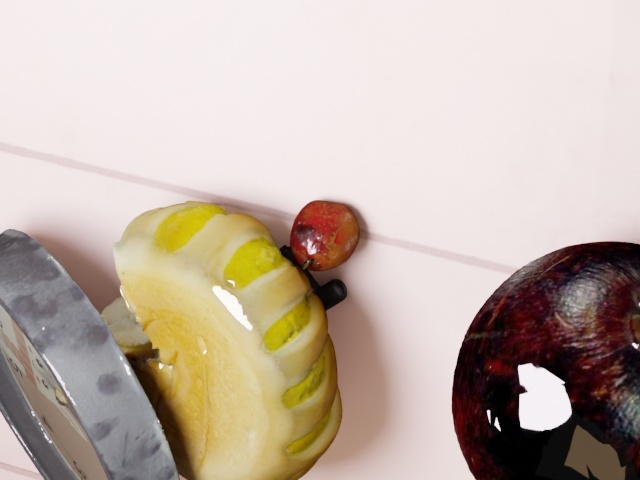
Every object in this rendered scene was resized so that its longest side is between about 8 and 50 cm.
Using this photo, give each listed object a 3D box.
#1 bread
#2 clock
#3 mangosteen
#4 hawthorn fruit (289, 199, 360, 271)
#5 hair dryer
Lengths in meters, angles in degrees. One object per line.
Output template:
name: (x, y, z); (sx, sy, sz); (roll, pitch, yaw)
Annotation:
bread: (-0.095, 0.116, 1.932); (0.333, 0.160, 0.333); (26, 134, 31)
clock: (-0.282, 0.170, 2.010); (0.386, 0.076, 0.386); (47, 156, 29)
mangosteen: (0.273, 0.160, 1.697); (0.330, 0.330, 0.330); (14, 128, 18)
hawthorn fruit: (0.002, -0.005, 1.864); (0.077, 0.077, 0.077); (14, 128, 18)
hair dryer: (-0.013, 0.037, 1.938); (0.047, 0.026, 0.083); (-34, 96, 38)
